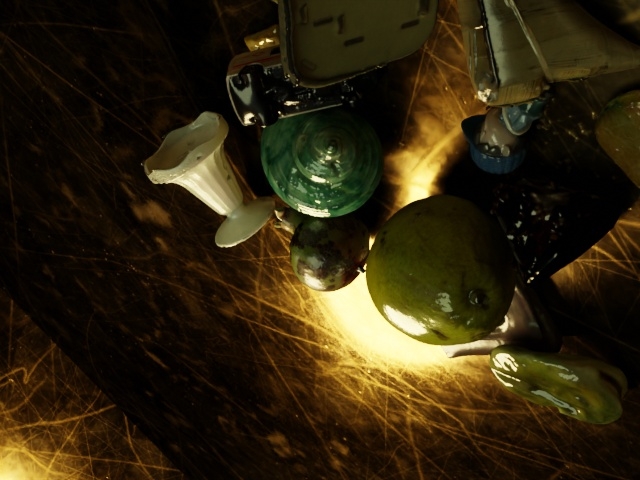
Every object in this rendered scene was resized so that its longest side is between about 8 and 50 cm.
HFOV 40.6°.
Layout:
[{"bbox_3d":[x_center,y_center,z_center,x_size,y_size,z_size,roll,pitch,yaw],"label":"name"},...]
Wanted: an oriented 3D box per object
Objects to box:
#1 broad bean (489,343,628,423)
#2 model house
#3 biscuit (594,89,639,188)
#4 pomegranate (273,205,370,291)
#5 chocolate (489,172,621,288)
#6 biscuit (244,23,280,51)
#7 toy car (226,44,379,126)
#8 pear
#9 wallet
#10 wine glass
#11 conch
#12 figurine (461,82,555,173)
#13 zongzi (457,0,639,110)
[{"bbox_3d":[0.355,0.211,1.302,0.207,0.072,0.153,13,144,15],"label":"broad bean"},{"bbox_3d":[-0.008,-0.353,1.016,0.278,0.205,0.218,56,158,38],"label":"model house"},{"bbox_3d":[0.418,-0.075,0.989,0.247,0.029,0.118,45,151,-7],"label":"biscuit"},{"bbox_3d":[0.007,-0.003,1.416,0.169,0.148,0.148,61,152,18],"label":"pomegranate"},{"bbox_3d":[0.277,-0.031,1.098,0.133,0.156,0.156,52,150,18],"label":"chocolate"},{"bbox_3d":[-0.068,-0.273,1.270,0.083,0.018,0.081,-4,126,49],"label":"biscuit"},{"bbox_3d":[-0.023,-0.231,1.199,0.210,0.108,0.089,-11,124,10],"label":"toy car"},{"bbox_3d":[0.169,0.042,1.204,0.212,0.212,0.269,53,-178,-16],"label":"pear"},{"bbox_3d":[0.251,0.114,1.363,0.229,0.049,0.182,-9,120,48],"label":"wallet"},{"bbox_3d":[-0.180,-0.102,1.472,0.165,0.165,0.196,-5,133,48],"label":"wine glass"},{"bbox_3d":[-0.003,-0.124,1.269,0.196,0.134,0.202,45,148,-8],"label":"conch"},{"bbox_3d":[0.235,-0.149,1.062,0.087,0.086,0.149,22,138,-13],"label":"figurine"},{"bbox_3d":[0.247,-0.251,0.925,0.197,0.099,0.194,-10,111,14],"label":"zongzi"}]
